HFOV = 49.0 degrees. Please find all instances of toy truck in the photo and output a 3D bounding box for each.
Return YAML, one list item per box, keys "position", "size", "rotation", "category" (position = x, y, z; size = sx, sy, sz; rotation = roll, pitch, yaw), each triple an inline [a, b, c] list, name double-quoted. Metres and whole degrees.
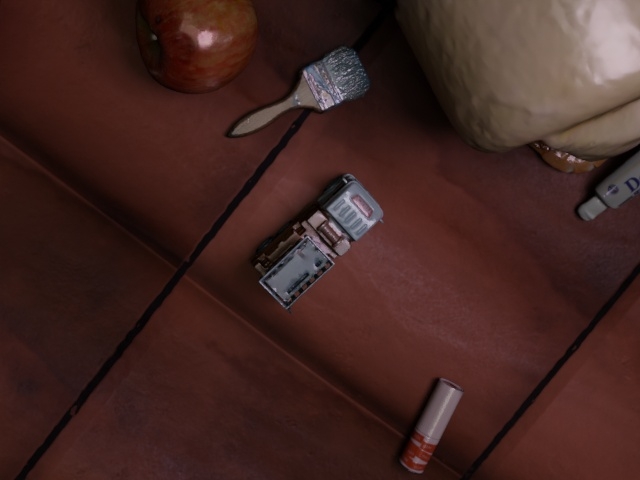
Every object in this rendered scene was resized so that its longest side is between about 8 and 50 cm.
- position: [-0.001, -0.001, 0.874]
  size: [0.178, 0.115, 0.080]
  rotation: [-44, 100, 0]
  category: "toy truck"

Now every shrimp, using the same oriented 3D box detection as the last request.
- position: [0.305, -0.144, 0.922]
  size: [0.184, 0.043, 0.091]
  rotation: [18, 100, -10]
  category: "shrimp"

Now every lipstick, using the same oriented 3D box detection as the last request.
- position: [0.152, 0.256, 0.969]
  size: [0.038, 0.038, 0.130]
  rotation: [25, 95, -9]
  category: "lipstick"

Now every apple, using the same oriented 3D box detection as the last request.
- position: [-0.142, -0.246, 0.809]
  size: [0.131, 0.146, 0.146]
  rotation: [-24, 102, -30]
  category: "apple"

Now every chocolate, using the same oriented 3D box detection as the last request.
- position: [0.238, -0.224, 0.747]
  size: [0.326, 0.314, 0.297]
  rotation: [-14, 91, -5]
  category: "chocolate"

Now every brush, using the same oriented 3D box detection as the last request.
- position: [-0.033, -0.177, 0.893]
  size: [0.196, 0.021, 0.070]
  rotation: [-27, 101, 1]
  category: "brush"

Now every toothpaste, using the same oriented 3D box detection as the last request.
- position: [0.432, -0.110, 0.892]
  size: [0.067, 0.037, 0.255]
  rotation: [36, 122, -15]
  category: "toothpaste"
